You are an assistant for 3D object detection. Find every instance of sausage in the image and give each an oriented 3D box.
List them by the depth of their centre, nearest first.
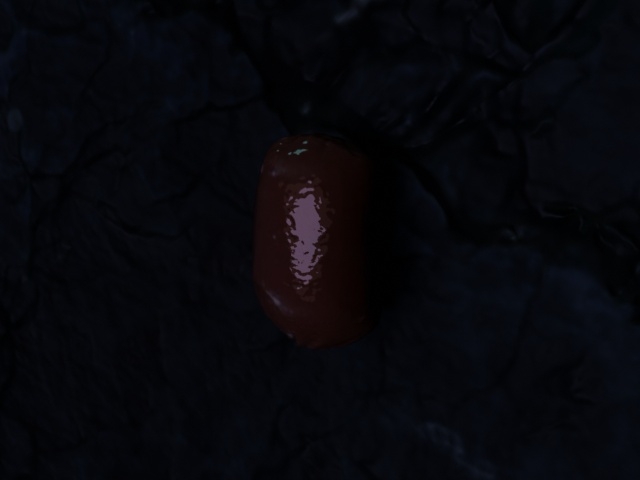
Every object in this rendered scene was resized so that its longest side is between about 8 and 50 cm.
[{"bbox_3d":[-0.001,0.000,0.440,0.054,0.059,0.094,3,103,12],"label":"sausage"}]
